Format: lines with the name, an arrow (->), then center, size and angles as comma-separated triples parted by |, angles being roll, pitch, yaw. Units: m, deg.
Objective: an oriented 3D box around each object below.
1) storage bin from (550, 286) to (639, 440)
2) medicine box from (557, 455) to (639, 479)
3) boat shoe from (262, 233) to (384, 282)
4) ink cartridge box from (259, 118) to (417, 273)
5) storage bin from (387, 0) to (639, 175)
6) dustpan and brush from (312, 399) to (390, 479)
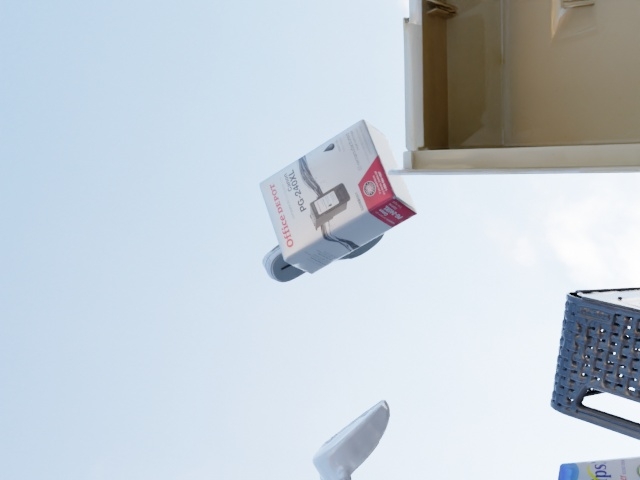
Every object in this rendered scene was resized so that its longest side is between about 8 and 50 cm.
storage bin -> 0.261, 0.085, 0.616 | 0.180, 0.122, 0.084 | 2, -82, -43
medicine box -> 0.518, 0.463, 1.274 | 0.149, 0.289, 0.263 | -58, -46, -63
boat shoe -> 0.000, 0.000, 1.530 | 0.226, 0.076, 0.083 | -19, -68, -17
ink cartridge box -> 0.017, -0.047, 0.978 | 0.063, 0.150, 0.109 | 26, -141, -56
storage bin -> 0.152, -0.165, 0.401 | 0.123, 0.260, 0.262 | -11, -79, -58
dustpan and brush -> 0.036, 0.322, 1.264 | 0.060, 0.147, 0.211 | 51, -161, 5
